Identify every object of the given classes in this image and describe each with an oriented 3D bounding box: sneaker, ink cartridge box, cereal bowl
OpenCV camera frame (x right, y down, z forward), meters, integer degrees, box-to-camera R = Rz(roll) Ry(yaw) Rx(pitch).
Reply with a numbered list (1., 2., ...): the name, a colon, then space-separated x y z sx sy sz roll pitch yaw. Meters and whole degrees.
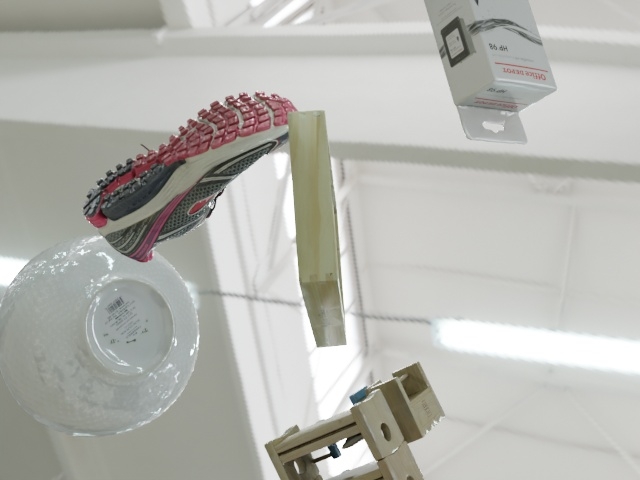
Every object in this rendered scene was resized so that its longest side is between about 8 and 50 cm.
1. sneaker: -0.153 -0.086 1.296 0.299 0.121 0.112 -30 -56 9
2. ink cartridge box: 0.180 -0.195 1.056 0.060 0.104 0.180 -31 -113 46
3. cereal bowl: -0.337 0.149 1.636 0.141 0.339 0.339 -15 -65 53

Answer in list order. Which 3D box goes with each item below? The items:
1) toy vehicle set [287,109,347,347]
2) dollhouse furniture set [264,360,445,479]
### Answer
1. toy vehicle set: 0.000 0.000 1.033 0.035 0.166 0.267 -5 -19 2
2. dollhouse furniture set: 0.056 0.240 1.151 0.129 0.184 0.129 -28 -94 27
